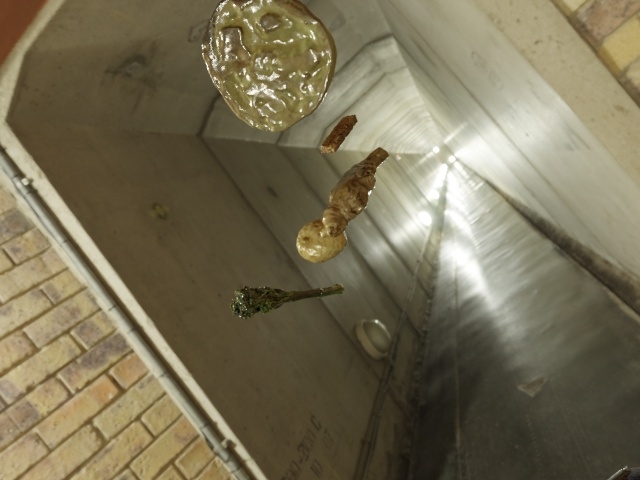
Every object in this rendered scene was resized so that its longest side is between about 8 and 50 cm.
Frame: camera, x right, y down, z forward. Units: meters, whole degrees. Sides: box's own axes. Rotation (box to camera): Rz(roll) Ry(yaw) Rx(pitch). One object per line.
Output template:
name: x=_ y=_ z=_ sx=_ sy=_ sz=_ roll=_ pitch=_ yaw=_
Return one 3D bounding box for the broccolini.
broccolini: x=-0.047 y=0.092 z=0.817 sx=0.239 sy=0.054 sz=0.051 roll=-5 pitch=-63 yaw=-42

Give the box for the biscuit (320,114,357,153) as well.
biscuit: x=0.068 y=-0.379 z=1.683 sx=0.064 sy=0.034 sz=0.199 roll=6 pitch=49 yaw=34

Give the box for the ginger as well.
ginger: x=0.070 y=-0.119 z=1.110 sx=0.166 sy=0.080 sz=0.333 roll=-32 pitch=20 yaw=28

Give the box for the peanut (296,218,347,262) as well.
peanut: x=0.000 y=0.000 z=1.498 sx=0.159 sy=0.140 sz=0.109 roll=-29 pitch=-45 yaw=-16

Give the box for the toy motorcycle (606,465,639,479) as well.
toy motorcycle: x=0.416 y=0.469 z=0.779 sx=0.173 sy=0.108 sz=0.307 roll=0 pitch=-40 yaw=-50

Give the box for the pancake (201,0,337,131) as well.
pancake: x=-0.111 y=-0.370 z=0.979 sx=0.294 sy=0.294 sz=0.049 roll=-40 pitch=6 yaw=31
